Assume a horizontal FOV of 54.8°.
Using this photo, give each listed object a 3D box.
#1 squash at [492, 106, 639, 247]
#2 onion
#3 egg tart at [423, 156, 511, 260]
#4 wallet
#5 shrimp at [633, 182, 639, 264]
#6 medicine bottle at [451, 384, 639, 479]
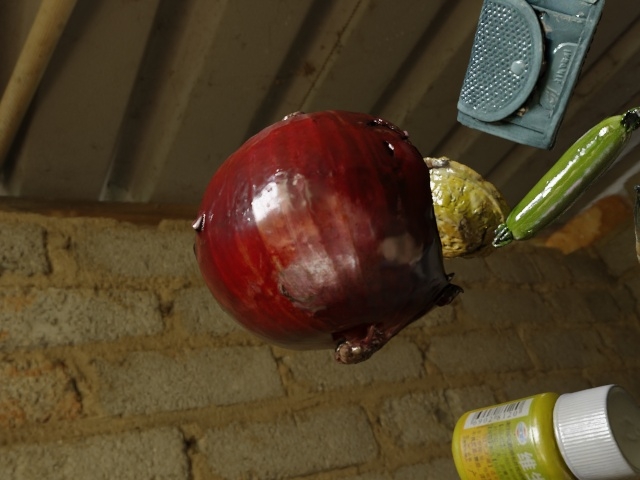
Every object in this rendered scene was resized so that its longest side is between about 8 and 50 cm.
[{"bbox_3d":[0.412,-0.099,1.027,0.071,0.080,0.318,36,-62,-8],"label":"squash"},{"bbox_3d":[-0.002,-0.008,0.782,0.341,0.341,0.341,-14,-31,-9],"label":"onion"},{"bbox_3d":[0.233,-0.045,1.151,0.106,0.241,0.241,-50,-16,-30],"label":"egg tart"},{"bbox_3d":[0.428,-0.373,1.306,0.075,0.237,0.342,-38,-35,-46],"label":"wallet"},{"bbox_3d":[0.668,-0.048,1.130,0.198,0.051,0.262,-27,-60,6],"label":"shrimp"},{"bbox_3d":[0.509,0.457,1.384,0.224,0.224,0.384,10,-30,-41],"label":"medicine bottle"}]
